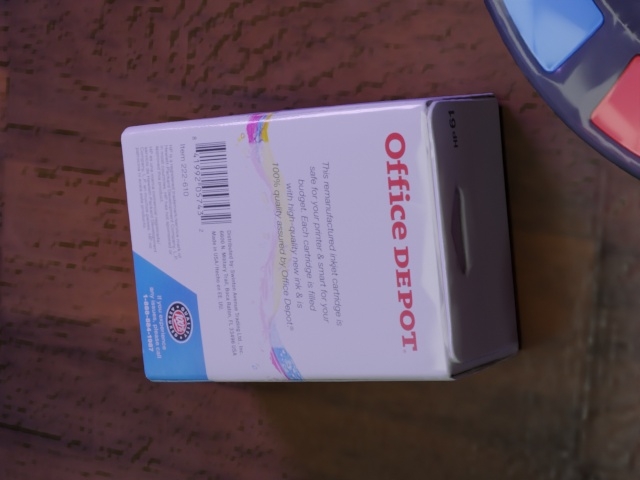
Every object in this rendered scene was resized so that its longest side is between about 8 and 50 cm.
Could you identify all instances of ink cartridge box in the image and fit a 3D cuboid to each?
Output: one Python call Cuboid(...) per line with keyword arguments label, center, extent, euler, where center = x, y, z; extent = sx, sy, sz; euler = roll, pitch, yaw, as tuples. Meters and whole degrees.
Cuboid(label="ink cartridge box", center=(0.000, 0.000, 0.631), extent=(0.122, 0.052, 0.088), euler=(-3, 95, 34))

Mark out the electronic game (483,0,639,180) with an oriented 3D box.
Cuboid(label="electronic game", center=(0.140, -0.117, 0.531), extent=(0.229, 0.048, 0.229), euler=(4, 97, 32))
